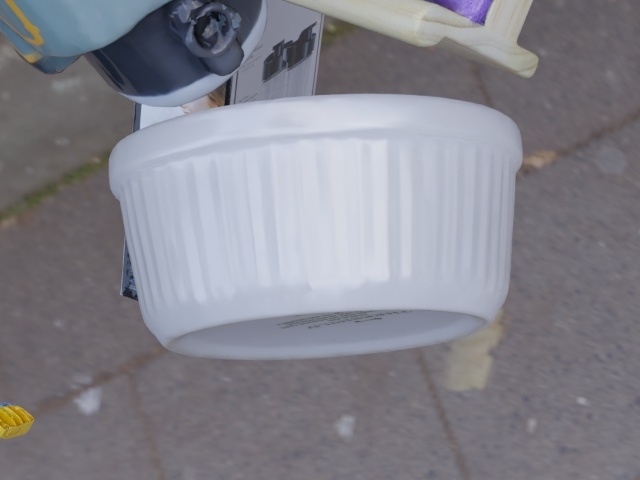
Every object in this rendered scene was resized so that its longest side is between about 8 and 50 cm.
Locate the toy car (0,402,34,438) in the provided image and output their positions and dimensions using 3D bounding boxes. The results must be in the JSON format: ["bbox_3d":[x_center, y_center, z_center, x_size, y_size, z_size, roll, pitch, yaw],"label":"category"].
[{"bbox_3d":[-0.199,0.099,0.988,0.122,0.040,0.060,17,100,31],"label":"toy car"}]

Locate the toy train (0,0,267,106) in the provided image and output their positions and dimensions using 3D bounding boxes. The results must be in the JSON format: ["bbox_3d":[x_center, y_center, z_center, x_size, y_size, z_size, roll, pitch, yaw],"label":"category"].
[{"bbox_3d":[-0.133,-0.176,0.632,0.142,0.334,0.190,-41,45,-6],"label":"toy train"}]

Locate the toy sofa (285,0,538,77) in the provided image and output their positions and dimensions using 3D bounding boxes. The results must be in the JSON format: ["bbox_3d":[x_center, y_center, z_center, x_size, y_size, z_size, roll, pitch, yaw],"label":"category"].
[{"bbox_3d":[0.096,-0.299,1.186,0.150,0.177,0.363,26,95,44],"label":"toy sofa"}]

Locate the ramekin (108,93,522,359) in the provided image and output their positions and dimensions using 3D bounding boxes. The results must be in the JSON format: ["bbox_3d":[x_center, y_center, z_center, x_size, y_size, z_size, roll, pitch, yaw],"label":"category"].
[{"bbox_3d":[0.000,0.000,1.226,0.272,0.273,0.127,-9,77,25],"label":"ramekin"}]

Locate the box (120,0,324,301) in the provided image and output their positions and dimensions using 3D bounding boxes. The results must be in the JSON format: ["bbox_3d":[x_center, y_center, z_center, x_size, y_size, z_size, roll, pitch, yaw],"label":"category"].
[{"bbox_3d":[-0.076,-0.099,1.552,0.087,0.169,0.290,18,121,19],"label":"box"}]
